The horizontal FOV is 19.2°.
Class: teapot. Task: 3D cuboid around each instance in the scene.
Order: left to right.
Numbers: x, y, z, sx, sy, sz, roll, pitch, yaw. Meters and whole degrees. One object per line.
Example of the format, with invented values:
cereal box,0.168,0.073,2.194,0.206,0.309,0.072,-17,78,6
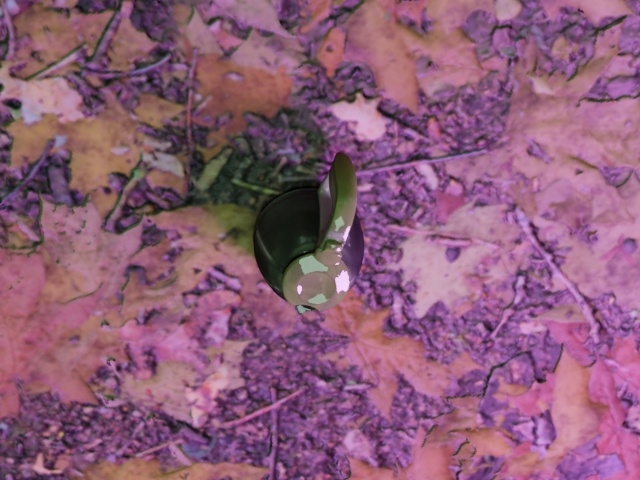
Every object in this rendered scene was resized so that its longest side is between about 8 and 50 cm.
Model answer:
teapot,-0.009,0.003,1.536,0.092,0.091,0.124,-10,121,-2
